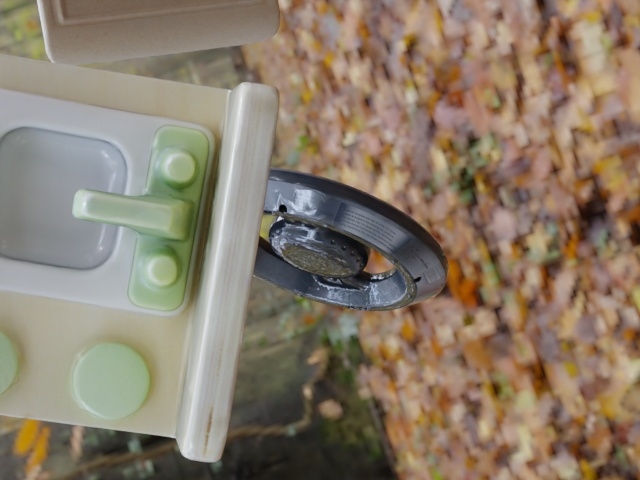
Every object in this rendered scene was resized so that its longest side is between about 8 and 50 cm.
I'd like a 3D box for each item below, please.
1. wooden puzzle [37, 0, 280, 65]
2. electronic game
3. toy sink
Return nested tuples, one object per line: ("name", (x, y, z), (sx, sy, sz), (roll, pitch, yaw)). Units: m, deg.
("wooden puzzle", (-0.162, -0.288, 1.382), (0.044, 0.221, 0.238), (172, 88, -71))
("electronic game", (0.000, 0.000, 1.309), (0.229, 0.229, 0.048), (73, -147, -64))
("toy sink", (-0.106, 0.002, 0.678), (0.234, 0.131, 0.152), (-164, 83, -81))
